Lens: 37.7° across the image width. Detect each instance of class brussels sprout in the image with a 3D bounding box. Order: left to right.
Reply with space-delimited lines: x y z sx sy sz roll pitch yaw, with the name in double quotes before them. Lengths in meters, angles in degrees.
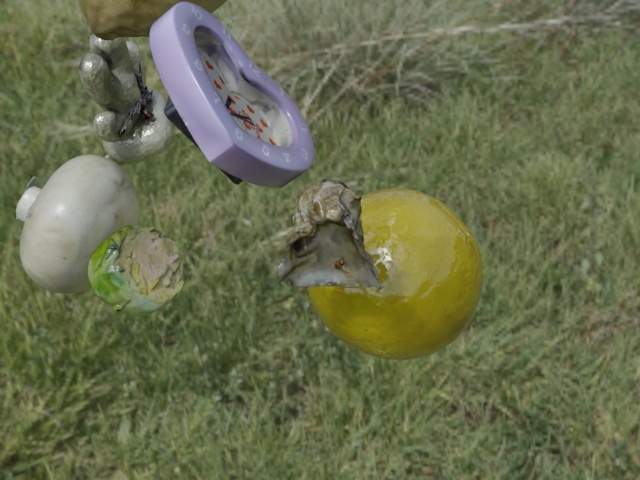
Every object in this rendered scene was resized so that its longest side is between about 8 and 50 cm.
"brussels sprout" -0.305 0.054 1.519 0.151 0.149 0.122 9 -26 -42

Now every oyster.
"oyster" 0.014 -0.005 1.400 0.161 0.233 0.107 -1 55 -2

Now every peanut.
"peanut" -0.164 -0.394 1.240 0.169 0.192 0.387 43 63 -1

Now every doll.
"doll" -0.334 -0.243 1.629 0.149 0.278 0.175 34 72 28

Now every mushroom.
"mushroom" -0.428 -0.033 1.613 0.202 0.246 0.246 23 42 12

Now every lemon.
"lemon" 0.136 0.061 1.742 0.347 0.348 0.348 -5 34 4

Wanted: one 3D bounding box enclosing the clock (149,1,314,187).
"clock" -0.090 -0.118 0.874 0.064 0.198 0.172 -33 29 25
